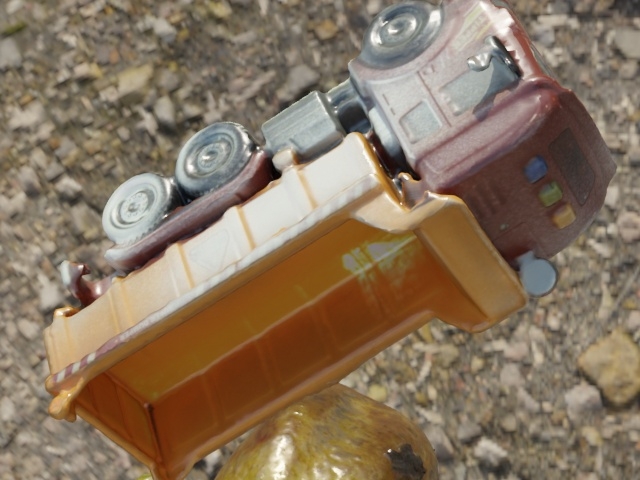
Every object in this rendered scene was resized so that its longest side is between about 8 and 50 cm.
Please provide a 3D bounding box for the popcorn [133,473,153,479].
[{"bbox_3d":[-0.214,0.430,1.413,0.321,0.326,0.290,-27,30,-19],"label":"popcorn"}]

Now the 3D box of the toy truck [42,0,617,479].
[{"bbox_3d":[0.000,0.000,0.614,0.270,0.114,0.135,-33,46,9],"label":"toy truck"}]

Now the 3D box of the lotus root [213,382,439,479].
[{"bbox_3d":[0.010,0.227,1.134,0.193,0.291,0.193,0,89,18],"label":"lotus root"}]
